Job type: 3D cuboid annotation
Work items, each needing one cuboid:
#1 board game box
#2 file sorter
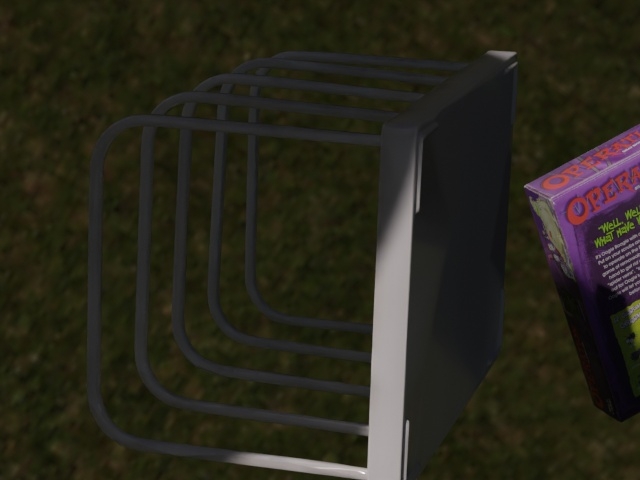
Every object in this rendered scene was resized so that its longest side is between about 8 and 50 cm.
[{"bbox_3d":[0.340,-0.026,1.540,0.347,0.208,0.056,-27,29,-15],"label":"board game box"},{"bbox_3d":[0.000,0.000,1.098,0.173,0.192,0.278,6,14,15],"label":"file sorter"}]
